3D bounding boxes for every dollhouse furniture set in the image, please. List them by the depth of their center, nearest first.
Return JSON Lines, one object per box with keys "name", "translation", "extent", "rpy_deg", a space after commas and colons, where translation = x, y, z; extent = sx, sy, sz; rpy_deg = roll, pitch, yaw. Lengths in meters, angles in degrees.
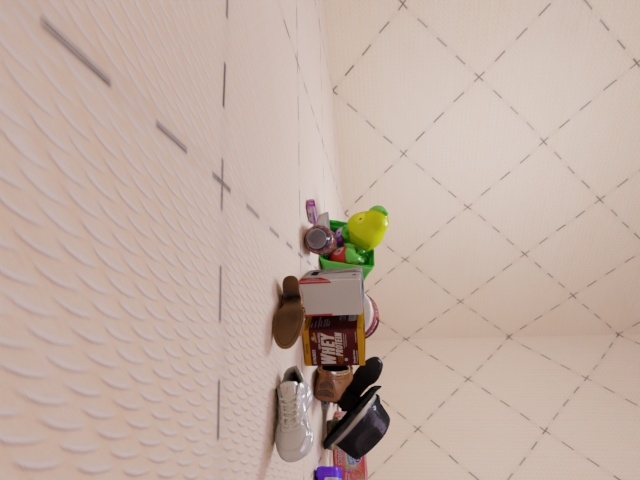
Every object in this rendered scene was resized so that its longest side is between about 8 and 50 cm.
{"name": "dollhouse furniture set", "translation": [0.052, 0.847, 1.882], "extent": [0.151, 0.123, 0.144], "rpy_deg": [11, 73, -46]}

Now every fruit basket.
{"name": "fruit basket", "translation": [0.148, -0.006, 1.964], "extent": [0.392, 0.282, 0.393], "rpy_deg": [-170, -90, -89]}

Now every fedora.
{"name": "fedora", "translation": [0.168, 0.738, 1.704], "extent": [0.334, 0.152, 0.334], "rpy_deg": [-44, 166, -14]}

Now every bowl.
{"name": "bowl", "translation": [0.009, -0.039, 1.812], "extent": [0.142, 0.053, 0.142], "rpy_deg": [-78, 163, -67]}

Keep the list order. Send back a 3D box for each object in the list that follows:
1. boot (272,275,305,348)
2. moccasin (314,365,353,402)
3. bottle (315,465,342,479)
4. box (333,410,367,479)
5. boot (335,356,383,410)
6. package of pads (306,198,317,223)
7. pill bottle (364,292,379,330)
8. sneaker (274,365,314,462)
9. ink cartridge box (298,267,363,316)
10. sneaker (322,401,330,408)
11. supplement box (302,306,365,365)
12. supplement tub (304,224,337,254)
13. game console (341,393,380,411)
{"name": "boot", "translation": [-0.067, 0.204, 1.069], "extent": [0.153, 0.072, 0.197], "rpy_deg": [85, 9, -50]}
{"name": "moccasin", "translation": [0.052, 0.498, 1.677], "extent": [0.380, 0.139, 0.147], "rpy_deg": [5, 91, -73]}
{"name": "bottle", "translation": [0.026, 0.899, 1.406], "extent": [0.118, 0.092, 0.283], "rpy_deg": [78, 12, -57]}
{"name": "box", "translation": [0.141, 0.982, 2.031], "extent": [0.142, 0.153, 0.301], "rpy_deg": [9, 79, -83]}
{"name": "boot", "translation": [0.155, 0.619, 1.882], "extent": [0.264, 0.096, 0.280], "rpy_deg": [-56, 177, -15]}
{"name": "package of pads", "translation": [-0.031, -0.109, 1.608], "extent": [0.050, 0.031, 0.083], "rpy_deg": [-89, 172, -46]}
{"name": "pill bottle", "translation": [0.143, 0.330, 1.899], "extent": [0.392, 0.223, 0.225], "rpy_deg": [42, 45, -71]}
{"name": "sneaker", "translation": [-0.070, 0.381, 0.973], "extent": [0.232, 0.090, 0.116], "rpy_deg": [-98, 175, -64]}
{"name": "ink cartridge box", "translation": [0.044, 0.165, 1.433], "extent": [0.273, 0.196, 0.115], "rpy_deg": [-23, 110, -82]}
{"name": "sneaker", "translation": [0.016, 0.617, 1.692], "extent": [0.069, 0.038, 0.099], "rpy_deg": [15, 84, -62]}
{"name": "supplement box", "translation": [0.051, 0.314, 1.439], "extent": [0.191, 0.193, 0.129], "rpy_deg": [-67, 154, -74]}
{"name": "supplement tub", "translation": [0.000, 0.000, 1.531], "extent": [0.198, 0.105, 0.106], "rpy_deg": [19, 68, -81]}
{"name": "game console", "translation": [0.198, 0.830, 2.173], "extent": [0.361, 0.043, 0.214], "rpy_deg": [-42, -129, 54]}
